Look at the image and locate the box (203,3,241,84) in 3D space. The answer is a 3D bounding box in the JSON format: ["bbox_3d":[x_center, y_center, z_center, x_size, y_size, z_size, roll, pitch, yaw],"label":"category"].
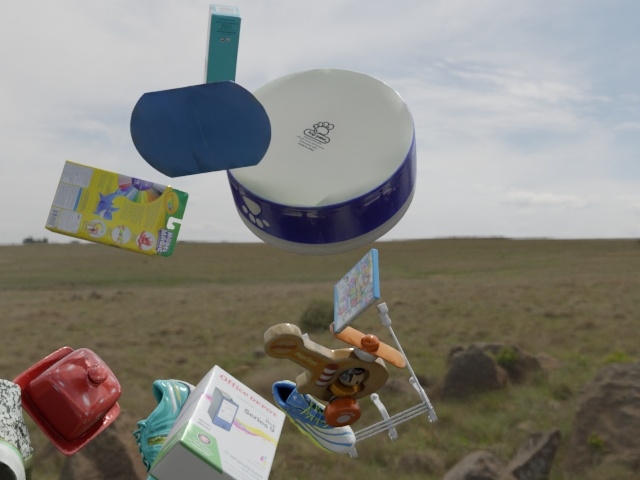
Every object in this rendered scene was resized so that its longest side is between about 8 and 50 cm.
[{"bbox_3d":[-0.203,-0.342,1.489,0.060,0.244,0.100,3,29,-12],"label":"box"}]

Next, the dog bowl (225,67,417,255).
[{"bbox_3d":[0.001,-0.114,1.020,0.265,0.264,0.104,-1,-36,7],"label":"dog bowl"}]

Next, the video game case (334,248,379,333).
[{"bbox_3d":[0.073,0.107,1.538,0.015,0.119,0.166,17,-39,-22],"label":"video game case"}]

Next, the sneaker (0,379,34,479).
[{"bbox_3d":[-0.503,0.353,1.153,0.158,0.182,0.410,19,-42,-12],"label":"sneaker"}]

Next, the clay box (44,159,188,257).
[{"bbox_3d":[-0.353,-0.051,1.299,0.222,0.127,0.053,15,-10,-4],"label":"clay box"}]

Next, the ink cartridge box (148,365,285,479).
[{"bbox_3d":[-0.155,0.320,1.170,0.154,0.093,0.212,38,20,-7],"label":"ink cartridge box"}]

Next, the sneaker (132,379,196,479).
[{"bbox_3d":[-0.320,0.401,1.456,0.110,0.275,0.107,21,-43,-14],"label":"sneaker"}]

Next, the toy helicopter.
[{"bbox_3d":[0.023,0.259,1.592,0.235,0.140,0.355,-35,-45,23],"label":"toy helicopter"}]

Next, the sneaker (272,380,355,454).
[{"bbox_3d":[-0.029,0.410,1.722,0.240,0.091,0.126,31,-11,26],"label":"sneaker"}]

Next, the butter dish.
[{"bbox_3d":[-0.401,0.247,1.237,0.118,0.160,0.160,-38,1,27],"label":"butter dish"}]

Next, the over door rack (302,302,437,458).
[{"bbox_3d":[0.121,0.351,1.860,0.240,0.324,0.108,-22,-17,-7],"label":"over door rack"}]

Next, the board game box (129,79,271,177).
[{"bbox_3d":[-0.145,-0.143,0.899,0.169,0.033,0.133,-9,-43,3],"label":"board game box"}]
